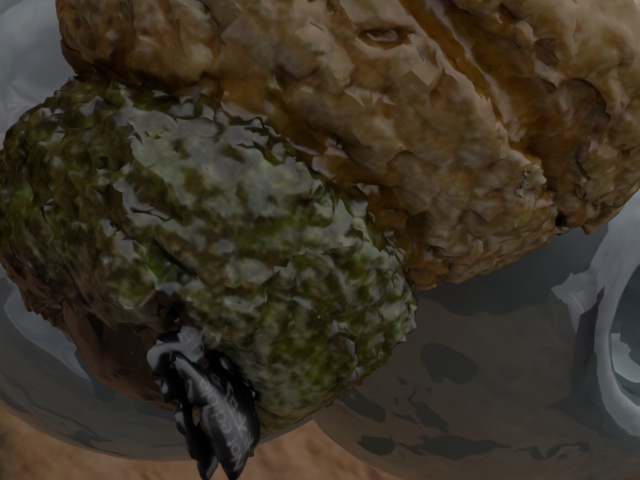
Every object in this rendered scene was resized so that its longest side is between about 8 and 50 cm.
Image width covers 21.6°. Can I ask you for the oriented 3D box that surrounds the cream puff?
[{"bbox_3d":[-0.013,-0.023,0.452,0.183,0.169,0.183,32,-16,10],"label":"cream puff"}]

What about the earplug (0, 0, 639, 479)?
[{"bbox_3d":[0.003,-0.002,0.626,0.326,0.214,0.175,9,13,13],"label":"earplug"}]
